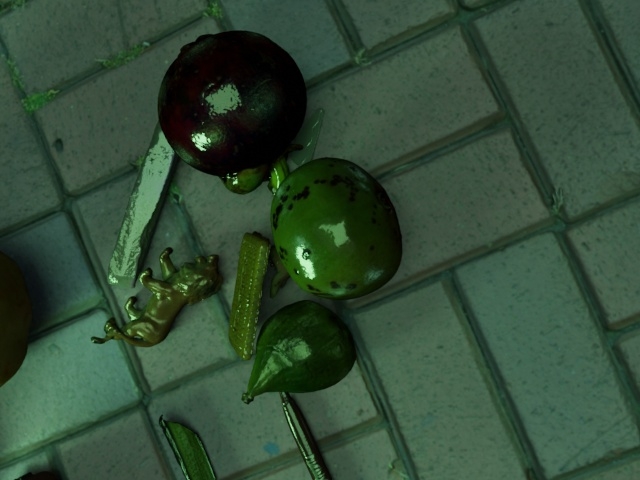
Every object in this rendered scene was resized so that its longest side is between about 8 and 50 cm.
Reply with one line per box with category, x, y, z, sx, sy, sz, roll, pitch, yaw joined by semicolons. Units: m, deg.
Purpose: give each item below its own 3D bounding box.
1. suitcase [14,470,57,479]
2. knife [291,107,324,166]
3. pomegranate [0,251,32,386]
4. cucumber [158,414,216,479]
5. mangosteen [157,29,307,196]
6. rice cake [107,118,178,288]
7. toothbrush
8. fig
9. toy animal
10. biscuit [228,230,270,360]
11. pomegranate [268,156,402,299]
suitcase;-0.659;0.645;1.224;0.161;0.297;0.236;-29;85;13
knife;-0.039;-0.182;1.313;0.058;0.032;0.244;9;85;13
pomegranate;-0.815;0.179;1.230;0.412;0.411;0.411;0;88;7
cucumber;-0.291;0.477;1.305;0.046;0.070;0.220;-28;86;44
mangosteen;-0.155;-0.244;1.194;0.306;0.306;0.359;-35;95;4
rice cake;-0.391;-0.084;1.330;0.070;0.064;0.399;19;91;-3
toothbrush;-0.047;0.410;1.288;0.041;0.041;0.364;-26;85;5
fig;-0.058;0.242;1.185;0.203;0.235;0.203;20;128;28
toy animal;-0.345;0.138;1.306;0.157;0.097;0.312;37;94;0
biscuit;-0.155;0.108;1.239;0.029;0.172;0.254;9;94;-20
pomegranate;-0.003;-0.016;1.182;0.323;0.291;0.290;-11;87;13
